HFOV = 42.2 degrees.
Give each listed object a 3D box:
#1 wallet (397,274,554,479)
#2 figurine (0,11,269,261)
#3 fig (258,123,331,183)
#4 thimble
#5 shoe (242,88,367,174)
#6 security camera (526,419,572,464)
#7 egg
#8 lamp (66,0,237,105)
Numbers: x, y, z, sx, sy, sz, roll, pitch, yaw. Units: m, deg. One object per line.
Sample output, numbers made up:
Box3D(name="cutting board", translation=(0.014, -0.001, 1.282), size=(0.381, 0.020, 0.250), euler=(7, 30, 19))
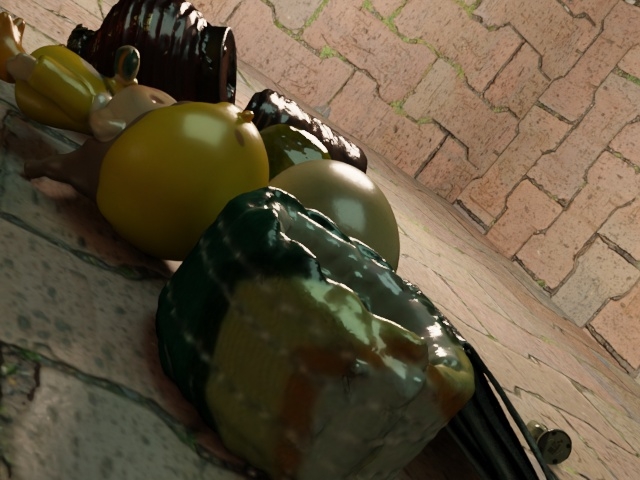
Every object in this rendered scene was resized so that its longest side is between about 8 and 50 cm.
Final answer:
Box3D(name="wallet", translation=(0.158, 0.176, 0.967), size=(0.237, 0.075, 0.342), euler=(57, 0, -12))
Box3D(name="figurine", translation=(-0.210, -0.117, 0.903), size=(0.344, 0.187, 0.215), euler=(36, 20, 19))
Box3D(name="fig", translation=(-0.041, -0.048, 1.186), size=(0.233, 0.167, 0.167), euler=(61, 12, -2))
Box3D(name="thimble", translation=(-0.006, 0.090, 0.732), size=(0.254, 0.167, 0.288), euler=(30, 13, -32))
Box3D(name="shoe", translation=(-0.038, -0.139, 1.474), size=(0.237, 0.171, 0.384), euler=(34, 4, 1))
Box3D(name="security camera", translation=(0.339, 0.297, 1.251), size=(0.058, 0.058, 0.092), euler=(37, 4, -6))
Box3D(name="egg", translation=(0.000, 0.000, 0.993), size=(0.189, 0.188, 0.253), euler=(33, 28, -20))
Box3D(name="lamp", translation=(-0.233, -0.227, 1.145), size=(0.247, 0.247, 0.247), euler=(36, 12, -9))
